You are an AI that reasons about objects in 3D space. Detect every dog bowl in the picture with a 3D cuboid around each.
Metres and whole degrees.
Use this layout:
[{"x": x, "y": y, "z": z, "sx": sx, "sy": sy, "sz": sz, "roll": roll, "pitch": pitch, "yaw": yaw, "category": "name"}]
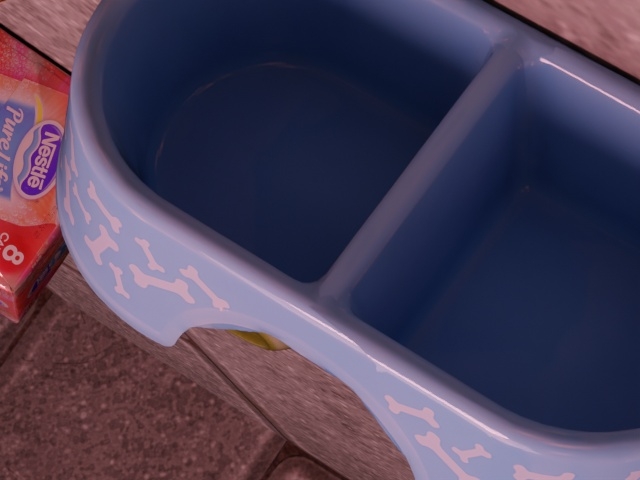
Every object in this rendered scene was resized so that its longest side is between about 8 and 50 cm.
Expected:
[{"x": 0.035, "y": -0.010, "z": 0.629, "sx": 0.297, "sy": 0.166, "sz": 0.074, "roll": 31, "pitch": 158, "yaw": 16, "category": "dog bowl"}]

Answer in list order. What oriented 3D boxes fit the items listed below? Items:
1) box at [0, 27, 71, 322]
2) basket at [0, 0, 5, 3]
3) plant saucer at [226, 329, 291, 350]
[{"x": -0.244, "y": -0.044, "z": 1.328, "sx": 0.142, "sy": 0.154, "sz": 0.300, "roll": 35, "pitch": 169, "yaw": -3, "category": "box"}, {"x": -0.196, "y": -0.147, "z": 0.541, "sx": 0.299, "sy": 0.213, "sz": 0.223, "roll": 26, "pitch": 166, "yaw": 38, "category": "basket"}, {"x": -0.109, "y": 0.032, "z": 1.579, "sx": 0.241, "sy": 0.037, "sz": 0.241, "roll": 33, "pitch": 169, "yaw": 7, "category": "plant saucer"}]
